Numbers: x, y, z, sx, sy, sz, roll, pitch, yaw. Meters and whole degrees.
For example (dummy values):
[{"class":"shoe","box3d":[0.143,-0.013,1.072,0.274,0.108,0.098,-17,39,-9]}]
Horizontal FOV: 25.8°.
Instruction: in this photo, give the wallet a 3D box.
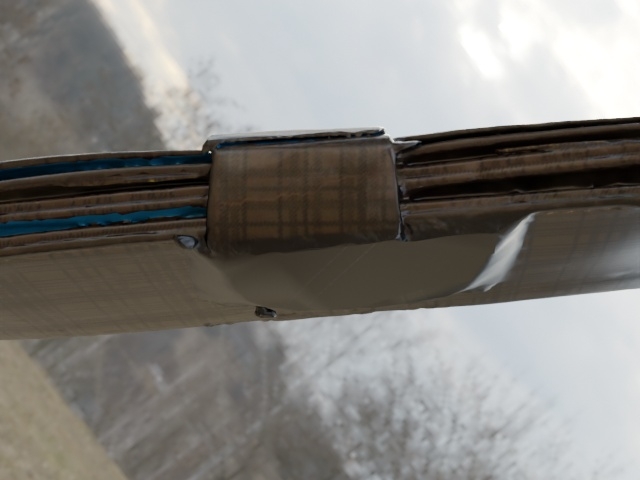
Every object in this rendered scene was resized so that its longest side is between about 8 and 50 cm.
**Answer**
[{"class":"wallet","box3d":[0.000,0.000,0.393,0.124,0.230,0.042,61,27,-78]}]
